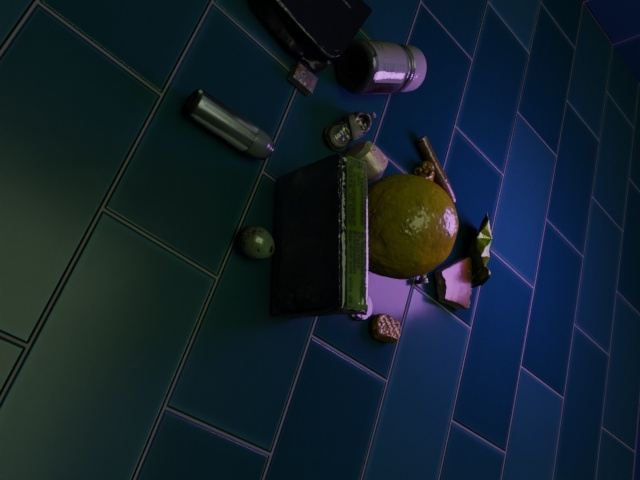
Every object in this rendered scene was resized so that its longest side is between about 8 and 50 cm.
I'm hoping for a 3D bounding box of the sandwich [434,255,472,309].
[{"bbox_3d":[0.451,0.126,2.184,0.162,0.058,0.193,24,65,-36],"label":"sandwich"}]

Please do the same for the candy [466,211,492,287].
[{"bbox_3d":[0.566,0.036,2.269,0.069,0.149,0.246,13,67,-1],"label":"candy"}]

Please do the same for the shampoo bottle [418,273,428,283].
[{"bbox_3d":[0.327,0.040,2.091,0.063,0.057,0.208,-3,85,-49],"label":"shampoo bottle"}]

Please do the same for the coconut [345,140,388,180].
[{"bbox_3d":[0.144,-0.235,1.945,0.122,0.116,0.116,48,54,-23],"label":"coconut"}]

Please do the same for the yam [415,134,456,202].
[{"bbox_3d":[0.405,-0.242,2.221,0.046,0.046,0.264,-41,109,-39],"label":"yam"}]

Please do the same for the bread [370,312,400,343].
[{"bbox_3d":[0.199,0.266,1.941,0.110,0.044,0.083,24,65,-34],"label":"bread"}]

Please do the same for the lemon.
[{"bbox_3d":[0.240,-0.042,1.861,0.336,0.336,0.336,9,76,-40],"label":"lemon"}]

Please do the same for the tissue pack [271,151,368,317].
[{"bbox_3d":[0.000,0.000,1.653,0.124,0.288,0.394,10,76,-37],"label":"tissue pack"}]

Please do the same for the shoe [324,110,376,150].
[{"bbox_3d":[0.096,-0.337,1.933,0.180,0.092,0.089,-40,109,-39],"label":"shoe"}]

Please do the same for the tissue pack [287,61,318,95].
[{"bbox_3d":[-0.050,-0.474,1.868,0.083,0.035,0.063,34,60,-32],"label":"tissue pack"}]

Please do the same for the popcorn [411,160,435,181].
[{"bbox_3d":[0.349,-0.230,2.168,0.084,0.084,0.084,9,76,-40],"label":"popcorn"}]

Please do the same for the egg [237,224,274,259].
[{"bbox_3d":[-0.164,0.008,1.642,0.110,0.085,0.085,45,54,-46],"label":"egg"}]

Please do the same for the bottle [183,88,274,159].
[{"bbox_3d":[-0.232,-0.297,1.648,0.253,0.079,0.096,31,24,-32],"label":"bottle"}]

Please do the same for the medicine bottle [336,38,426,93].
[{"bbox_3d":[0.195,-0.546,2.015,0.273,0.165,0.165,-13,90,-44],"label":"medicine bottle"}]

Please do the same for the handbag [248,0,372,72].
[{"bbox_3d":[-0.021,-0.696,1.876,0.303,0.122,0.329,43,54,-20],"label":"handbag"}]

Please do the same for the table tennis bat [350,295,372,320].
[{"bbox_3d":[0.100,0.195,1.888,0.156,0.013,0.087,3,81,-42],"label":"table tennis bat"}]
